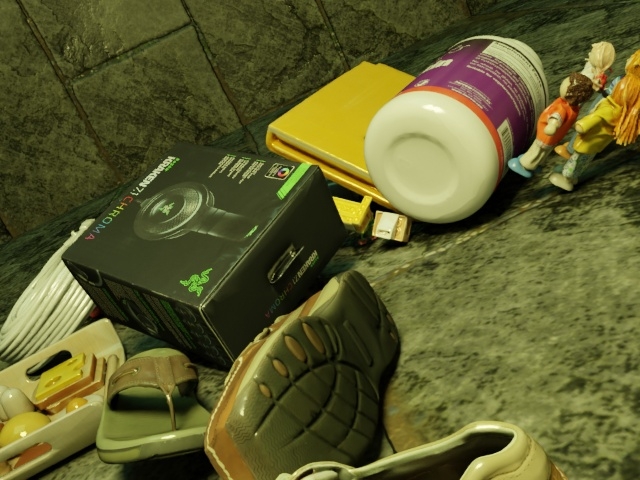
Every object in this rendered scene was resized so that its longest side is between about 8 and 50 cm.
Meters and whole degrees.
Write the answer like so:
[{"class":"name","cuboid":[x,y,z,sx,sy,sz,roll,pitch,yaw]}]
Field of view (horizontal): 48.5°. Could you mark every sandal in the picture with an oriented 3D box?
[{"class":"sandal","cuboid":[-0.183,0.158,0.765,0.120,0.086,0.303,-7,11,-18]}]

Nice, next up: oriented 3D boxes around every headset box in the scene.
[{"class":"headset box","cuboid":[-0.138,0.011,0.917,0.283,0.131,0.246,15,53,36]}]

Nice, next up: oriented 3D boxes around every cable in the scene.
[{"class":"cable","cuboid":[-0.448,0.104,1.207,0.257,0.089,0.257,-48,21,7]}]

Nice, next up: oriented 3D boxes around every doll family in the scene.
[{"class":"doll family","cuboid":[0.355,-0.162,0.897,0.263,0.118,0.163,-43,-16,-50]}]

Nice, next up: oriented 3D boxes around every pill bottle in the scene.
[{"class":"pill bottle","cuboid":[0.206,-0.173,0.999,0.182,0.181,0.323,-10,25,40]}]

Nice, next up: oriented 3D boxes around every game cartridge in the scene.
[{"class":"game cartridge","cuboid":[0.117,-0.179,1.164,0.285,0.052,0.324,28,43,19]}]

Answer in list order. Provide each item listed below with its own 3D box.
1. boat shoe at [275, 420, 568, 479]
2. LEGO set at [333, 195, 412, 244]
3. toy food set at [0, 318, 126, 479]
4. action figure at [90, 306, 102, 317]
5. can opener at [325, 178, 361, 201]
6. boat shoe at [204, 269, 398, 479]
[{"class":"boat shoe","cuboid":[0.005,0.191,0.444,0.302,0.103,0.113,-22,18,10]},{"class":"LEGO set","cuboid":[0.000,0.000,1.051,0.287,0.107,0.132,-17,54,12]},{"class":"toy food set","cuboid":[-0.373,0.207,0.923,0.220,0.092,0.306,-28,19,-7]},{"class":"action figure","cuboid":[-0.420,0.120,1.334,0.038,0.030,0.115,-24,19,-12]},{"class":"can opener","cuboid":[0.043,-0.119,1.264,0.284,0.095,0.076,-12,21,18]},{"class":"boat shoe","cuboid":[-0.019,0.128,0.631,0.120,0.122,0.324,-30,1,21]}]
